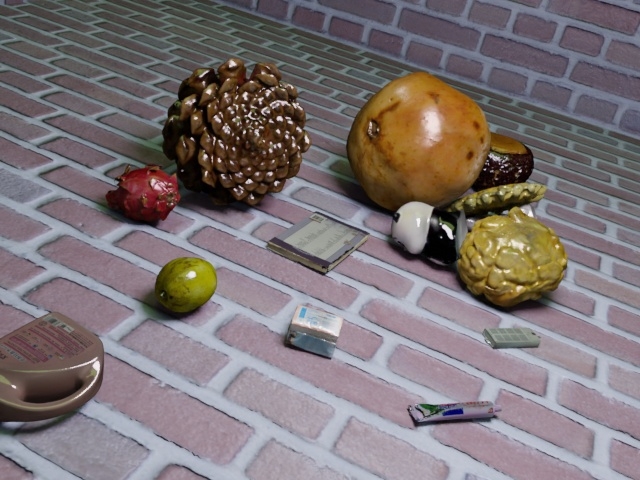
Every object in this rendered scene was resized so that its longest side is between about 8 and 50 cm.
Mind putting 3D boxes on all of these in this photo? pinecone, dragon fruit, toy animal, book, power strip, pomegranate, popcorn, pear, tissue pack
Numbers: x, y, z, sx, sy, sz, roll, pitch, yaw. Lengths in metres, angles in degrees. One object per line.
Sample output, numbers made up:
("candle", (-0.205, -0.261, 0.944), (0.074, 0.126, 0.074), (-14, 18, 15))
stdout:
("pinecone", (-0.231, -0.274, 1.637), (0.385, 0.384, 0.384), (10, 30, -6))
("dragon fruit", (-0.392, -0.104, 1.481), (0.166, 0.136, 0.133), (-10, -5, 10))
("toy animal", (0.263, -0.020, 1.614), (0.179, 0.138, 0.166), (13, 9, 14))
("toy animal", (0.480, -0.049, 1.769), (0.182, 0.127, 0.131), (-21, 45, 24))
("book", (0.000, 0.001, 1.565), (0.158, 0.026, 0.231), (23, 30, 21))
("power strip", (0.407, 0.204, 1.391), (0.136, 0.019, 0.051), (2, 30, -19))
("pomegranate", (0.274, -0.246, 1.786), (0.410, 0.410, 0.410), (10, 30, -6))
("popcorn", (0.435, 0.038, 1.526), (0.250, 0.190, 0.250), (11, 47, -12))
("pear", (-0.252, 0.081, 1.236), (0.107, 0.107, 0.131), (30, 26, 26))
("tissue pack", (-0.011, 0.167, 1.236), (0.095, 0.058, 0.074), (16, 28, 3))

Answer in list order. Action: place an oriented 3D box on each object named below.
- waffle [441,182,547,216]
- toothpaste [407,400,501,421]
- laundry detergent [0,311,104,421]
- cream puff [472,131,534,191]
("waffle", (0.466, -0.107, 1.766), (0.250, 0.056, 0.261), (-4, -7, -33))
("toothpaste", (0.237, 0.297, 1.152), (0.170, 0.028, 0.045), (1, 25, -15))
("laundry detergent", (-0.431, 0.207, 0.972), (0.171, 0.076, 0.237), (26, 32, 19))
("cream puff", (0.538, -0.237, 2.054), (0.239, 0.164, 0.239), (11, 29, -6))
